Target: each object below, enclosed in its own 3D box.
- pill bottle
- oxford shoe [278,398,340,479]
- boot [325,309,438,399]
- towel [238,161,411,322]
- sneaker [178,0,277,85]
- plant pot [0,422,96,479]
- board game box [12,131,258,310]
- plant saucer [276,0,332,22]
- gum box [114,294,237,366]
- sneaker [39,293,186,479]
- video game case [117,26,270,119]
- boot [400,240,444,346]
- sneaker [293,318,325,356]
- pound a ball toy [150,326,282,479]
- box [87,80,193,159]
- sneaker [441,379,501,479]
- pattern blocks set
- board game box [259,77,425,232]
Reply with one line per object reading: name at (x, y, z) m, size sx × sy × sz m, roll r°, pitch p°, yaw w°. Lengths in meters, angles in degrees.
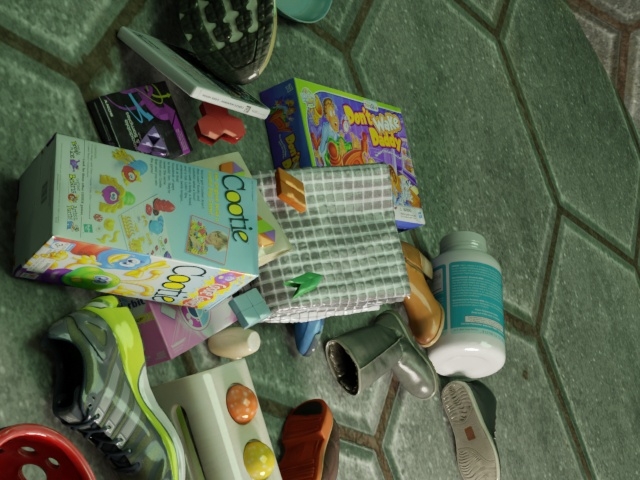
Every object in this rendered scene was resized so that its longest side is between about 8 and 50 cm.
pill bottle at (0.273, 0.117, 2.364) m, size 0.146 × 0.146 × 0.264 m, roll 35°, pitch 47°, yaw -43°
oxford shoe at (-0.017, 0.362, 1.848) m, size 0.098 × 0.097 × 0.271 m, roll 59°, pitch 33°, yaw -30°
boot at (0.107, 0.219, 2.127) m, size 0.189 × 0.076 × 0.208 m, roll 55°, pitch 25°, yaw 2°
towel at (0.000, 0.000, 1.941) m, size 0.284 × 0.121 × 0.235 m, roll -7°, pitch 76°, yaw -27°
sneaker at (-0.134, -0.395, 1.983) m, size 0.182 × 0.158 × 0.410 m, roll 51°, pitch 21°, yaw -56°
plant pot at (-0.348, 0.299, 1.298) m, size 0.191 × 0.174 × 0.191 m, roll 31°, pitch 49°, yaw -45°
board game box at (-0.233, -0.017, 1.586) m, size 0.275 × 0.142 × 0.144 m, roll 12°, pitch 62°, yaw -29°
plant saucer at (-0.085, -0.538, 2.264) m, size 0.318 × 0.044 × 0.317 m, roll 32°, pitch 49°, yaw -46°
gum box at (-0.196, 0.093, 1.742) m, size 0.188 × 0.062 × 0.107 m, roll -29°, pitch 99°, yaw -58°
sneaker at (-0.266, 0.222, 1.550) m, size 0.121 × 0.111 × 0.299 m, roll -17°, pitch 82°, yaw -48°
video game case at (-0.189, -0.249, 1.866) m, size 0.190 × 0.022 × 0.173 m, roll 40°, pitch 17°, yaw 32°
boot at (0.150, 0.088, 2.271) m, size 0.152 × 0.073 × 0.197 m, roll 32°, pitch 40°, yaw -44°
sneaker at (-0.035, 0.083, 2.006) m, size 0.082 × 0.069 × 0.209 m, roll 13°, pitch 67°, yaw -21°
pound a ball toy at (-0.106, 0.278, 1.715) m, size 0.208 × 0.136 × 0.319 m, roll -11°, pitch 84°, yaw -58°
box at (-0.260, -0.164, 1.814) m, size 0.162 × 0.029 × 0.116 m, roll -28°, pitch 98°, yaw -56°
sneaker at (0.308, 0.366, 2.345) m, size 0.118 × 0.083 × 0.222 m, roll 0°, pitch 73°, yaw -57°
pattern blocks set at (-0.130, -0.042, 1.782) m, size 0.325 × 0.026 × 0.285 m, roll 50°, pitch 48°, yaw 3°
board game box at (0.045, -0.141, 2.219) m, size 0.347 × 0.078 × 0.233 m, roll 6°, pitch 69°, yaw -55°
